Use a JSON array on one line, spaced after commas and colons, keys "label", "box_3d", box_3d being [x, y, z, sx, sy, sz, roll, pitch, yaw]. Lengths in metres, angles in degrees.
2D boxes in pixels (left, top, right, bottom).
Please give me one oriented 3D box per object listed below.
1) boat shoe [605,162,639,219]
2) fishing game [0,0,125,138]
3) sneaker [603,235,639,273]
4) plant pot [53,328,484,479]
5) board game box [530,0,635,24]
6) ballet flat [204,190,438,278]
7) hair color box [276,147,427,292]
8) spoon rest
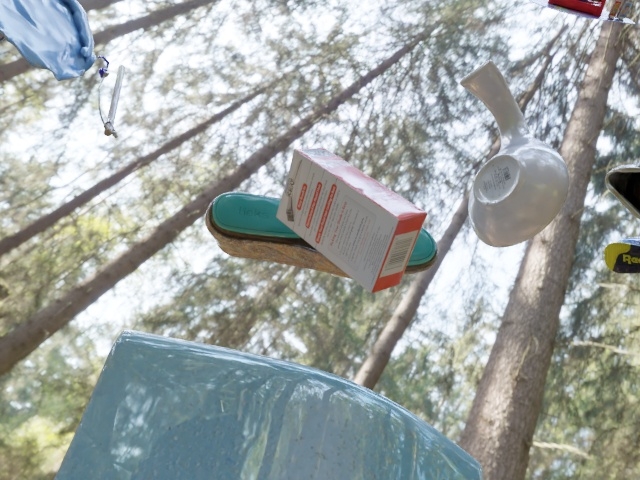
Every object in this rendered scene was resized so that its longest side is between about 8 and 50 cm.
[{"label": "boat shoe", "box_3d": [0.525, -0.027, 0.839, 0.104, 0.302, 0.113, 8, -69, -23]}, {"label": "fishing game", "box_3d": [-0.268, -0.215, 0.515, 0.041, 0.189, 0.264, -29, -45, 13]}, {"label": "sneaker", "box_3d": [0.439, 0.021, 0.758, 0.144, 0.059, 0.053, 17, -66, 46]}, {"label": "plant pot", "box_3d": [-0.020, 0.232, 0.399, 0.253, 0.247, 0.247, 2, -46, 6]}, {"label": "board game box", "box_3d": [0.399, -0.369, 0.921, 0.133, 0.169, 0.033, -124, -142, -49]}, {"label": "ballet flat", "box_3d": [0.000, 0.000, 0.837, 0.316, 0.107, 0.106, 13, -32, -1]}, {"label": "hair color box", "box_3d": [0.029, -0.028, 0.672, 0.167, 0.053, 0.093, 38, -56, 34]}, {"label": "spoon rest", "box_3d": [0.244, -0.112, 0.786, 0.084, 0.276, 0.137, 26, -41, -33]}]
